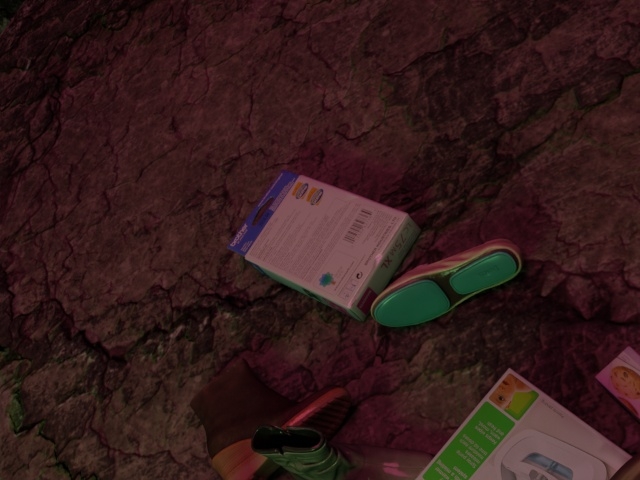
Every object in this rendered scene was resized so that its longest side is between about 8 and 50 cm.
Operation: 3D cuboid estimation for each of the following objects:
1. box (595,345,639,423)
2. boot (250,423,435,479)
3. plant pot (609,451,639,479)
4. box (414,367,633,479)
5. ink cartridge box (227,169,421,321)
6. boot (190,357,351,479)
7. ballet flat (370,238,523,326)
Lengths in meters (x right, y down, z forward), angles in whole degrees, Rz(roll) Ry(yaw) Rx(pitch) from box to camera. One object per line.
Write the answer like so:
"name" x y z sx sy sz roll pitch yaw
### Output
"box" 0.470 0.255 1.281 0.067 0.063 0.324 -44 46 2
"boot" 0.032 0.311 1.472 0.246 0.161 0.083 -6 57 31
"plant pot" 0.424 0.340 1.024 0.323 0.280 0.323 -2 78 11
"box" 0.275 0.335 1.319 0.231 0.127 0.262 -47 47 -5
"ink cartridge box" 0.000 0.000 1.781 0.311 0.065 0.186 24 75 40
"boot" -0.087 0.253 1.642 0.248 0.090 0.207 -40 48 9
"ballet flat" 0.193 0.060 1.607 0.248 0.086 0.086 -22 50 18
